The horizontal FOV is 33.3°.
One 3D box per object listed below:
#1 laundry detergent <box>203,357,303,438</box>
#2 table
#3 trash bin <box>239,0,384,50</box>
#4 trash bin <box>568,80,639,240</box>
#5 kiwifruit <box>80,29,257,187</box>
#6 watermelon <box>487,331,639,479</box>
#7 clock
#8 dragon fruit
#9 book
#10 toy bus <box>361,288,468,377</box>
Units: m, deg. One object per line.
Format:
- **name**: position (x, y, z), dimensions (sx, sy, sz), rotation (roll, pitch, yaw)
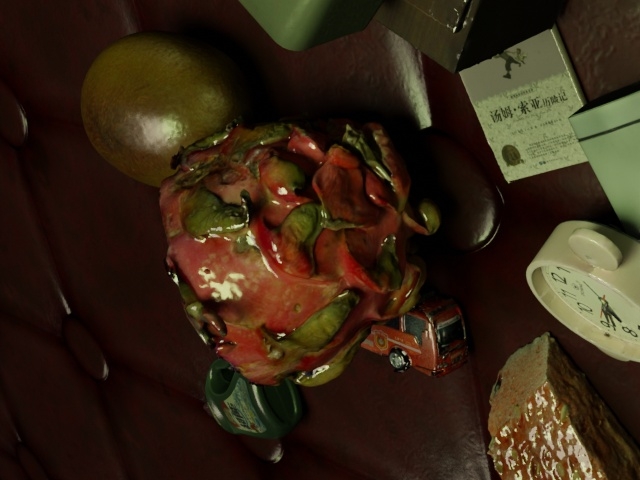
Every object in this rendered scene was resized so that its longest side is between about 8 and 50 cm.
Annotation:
- **laundry detergent**: position (-0.123, 0.237, 1.650), dimensions (0.222, 0.078, 0.144), rotation (-13, 104, 55)
- **table**: position (0.117, -0.276, 0.889), dimensions (0.169, 0.172, 0.193), rotation (39, 136, 23)
- **trash bin**: position (0.010, -0.281, 0.780), dimensions (0.164, 0.122, 0.240), rotation (51, 138, 13)
- **trash bin**: position (0.294, -0.073, 0.939), dimensions (0.116, 0.059, 0.130), rotation (-18, 103, 55)
- **kiwifruit**: position (-0.182, -0.158, 1.332), dimensions (0.234, 0.196, 0.196), rotation (24, 133, 29)
- **watermelon**: position (0.260, 0.234, 1.178), dimensions (0.193, 0.140, 0.256), rotation (-24, 89, 46)
- **clock**: position (0.276, 0.047, 1.009), dimensions (0.156, 0.063, 0.229), rotation (26, 161, 34)
- **dragon fruit**: position (0.000, 0.000, 1.174), dimensions (0.296, 0.263, 0.314), rotation (55, -167, -40)
- **book**: position (0.194, -0.150, 1.037), dimensions (0.127, 0.014, 0.181), rotation (-12, 105, 51)
- **toy bus**: position (0.076, 0.095, 1.315), dimensions (0.235, 0.074, 0.096), rotation (16, 120, 44)
